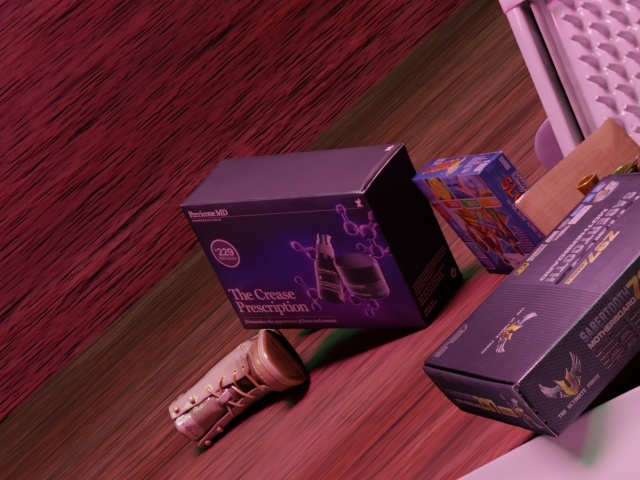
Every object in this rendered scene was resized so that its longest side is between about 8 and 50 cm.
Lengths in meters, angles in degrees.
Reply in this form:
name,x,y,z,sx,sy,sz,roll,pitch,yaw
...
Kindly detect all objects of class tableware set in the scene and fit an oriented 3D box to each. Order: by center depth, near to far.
name,x,y,z,sx,sy,sz,roll,pitch,yaw
tableware set,0.299,-0.086,1.605,0.154,0.024,0.104,-38,10,12

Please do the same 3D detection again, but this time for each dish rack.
name,x,y,z,sx,sy,sz,roll,pitch,yaw
dish rack,0.335,-0.229,1.759,0.285,0.333,0.072,-31,-23,32

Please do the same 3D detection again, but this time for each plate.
name,x,y,z,sx,sy,sz,roll,pitch,yaw
plate,0.136,0.216,1.177,0.278,0.045,0.277,-33,13,33

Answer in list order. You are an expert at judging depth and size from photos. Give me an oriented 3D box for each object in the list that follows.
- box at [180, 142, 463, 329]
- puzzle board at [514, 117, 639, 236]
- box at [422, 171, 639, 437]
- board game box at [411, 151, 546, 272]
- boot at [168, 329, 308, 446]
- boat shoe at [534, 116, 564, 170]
name,x,y,z,sx,sy,sz,roll,pitch,yaw
box,0.000,0.000,1.964,0.261,0.184,0.103,-3,32,38
puzzle board,0.265,-0.043,1.693,0.128,0.096,0.011,-41,-11,-8
box,0.203,0.043,1.356,0.232,0.059,0.183,-45,14,-12
board game box,0.177,-0.025,1.798,0.035,0.136,0.201,-43,12,-12
boot,-0.101,0.177,2.083,0.165,0.077,0.213,-39,5,1
boat shoe,0.356,-0.180,1.898,0.306,0.113,0.105,-47,8,44
